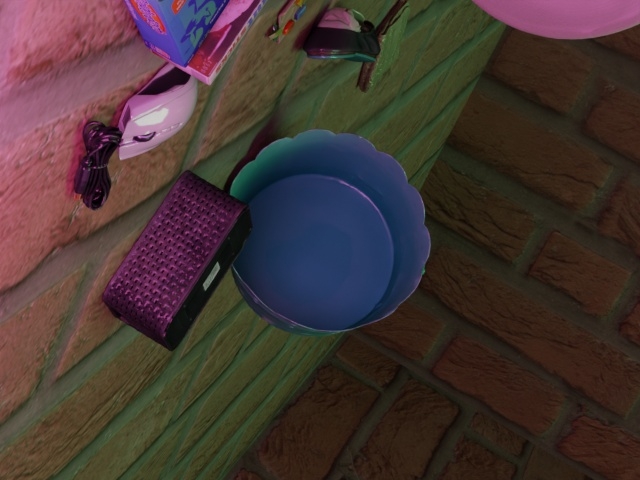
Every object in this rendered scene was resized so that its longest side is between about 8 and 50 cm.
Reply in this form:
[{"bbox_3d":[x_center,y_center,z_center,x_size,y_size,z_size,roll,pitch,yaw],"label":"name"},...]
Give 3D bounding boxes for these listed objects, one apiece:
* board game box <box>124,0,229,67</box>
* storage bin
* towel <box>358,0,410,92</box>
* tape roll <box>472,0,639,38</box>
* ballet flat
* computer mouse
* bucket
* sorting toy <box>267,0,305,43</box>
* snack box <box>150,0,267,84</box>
[{"bbox_3d":[-0.099,-0.247,1.067,0.160,0.047,0.210,-58,171,-8],"label":"board game box"},{"bbox_3d":[-0.161,0.025,1.533,0.180,0.084,0.122,-57,171,-13],"label":"storage bin"},{"bbox_3d":[0.104,-0.310,2.137,0.110,0.027,0.148,-53,170,-31],"label":"towel"},{"bbox_3d":[0.320,-0.451,1.684,0.392,0.392,0.072,-64,171,30],"label":"tape roll"},{"bbox_3d":[0.028,-0.268,1.727,0.074,0.074,0.203,-62,165,15],"label":"ballet flat"},{"bbox_3d":[-0.158,-0.107,1.223,0.193,0.042,0.106,-51,168,-44],"label":"computer mouse"},{"bbox_3d":[0.000,0.000,1.792,0.281,0.281,0.183,-58,-179,-13],"label":"bucket"},{"bbox_3d":[-0.038,-0.252,1.536,0.083,0.012,0.062,-56,171,-25],"label":"sorting toy"},{"bbox_3d":[-0.079,-0.228,1.195,0.178,0.064,0.022,-58,171,-12],"label":"snack box"}]
